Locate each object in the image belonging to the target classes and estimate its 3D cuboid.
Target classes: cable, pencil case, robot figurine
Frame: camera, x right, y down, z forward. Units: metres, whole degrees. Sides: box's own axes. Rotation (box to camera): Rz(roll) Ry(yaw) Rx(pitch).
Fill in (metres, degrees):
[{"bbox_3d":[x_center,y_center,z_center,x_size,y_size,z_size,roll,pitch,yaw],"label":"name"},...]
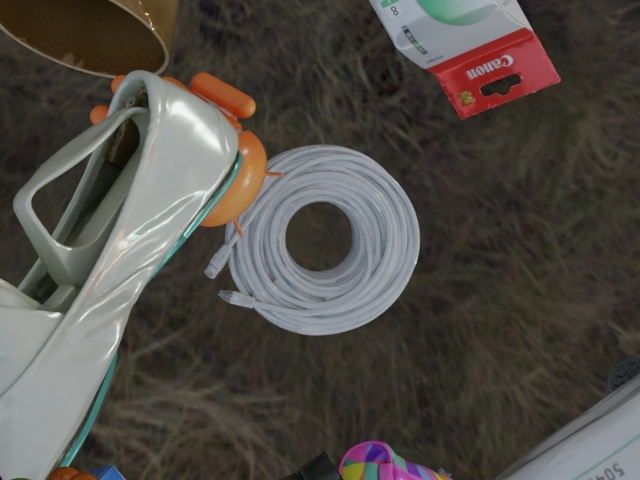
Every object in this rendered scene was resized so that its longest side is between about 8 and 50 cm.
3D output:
[{"bbox_3d":[0.000,0.000,1.741,0.257,0.089,0.257,26,90,-9],"label":"cable"},{"bbox_3d":[0.117,0.347,1.791,0.104,0.104,0.236,-48,142,8],"label":"pencil case"},{"bbox_3d":[-0.155,-0.099,1.470,0.219,0.158,0.128,34,143,6],"label":"robot figurine"}]

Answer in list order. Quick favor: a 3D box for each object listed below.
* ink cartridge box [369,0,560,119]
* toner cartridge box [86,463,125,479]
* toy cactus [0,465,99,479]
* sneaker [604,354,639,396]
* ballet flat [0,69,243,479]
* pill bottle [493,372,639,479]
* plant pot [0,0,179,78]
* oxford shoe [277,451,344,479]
[{"bbox_3d":[0.190,-0.272,1.733,0.181,0.056,0.224,-18,108,44],"label":"ink cartridge box"},{"bbox_3d":[-0.361,0.362,1.401,0.348,0.165,0.075,-26,105,32],"label":"toner cartridge box"},{"bbox_3d":[-0.095,0.208,0.719,0.112,0.180,0.219,-46,116,-35],"label":"toy cactus"},{"bbox_3d":[0.389,0.236,1.428,0.087,0.130,0.227,-30,75,7],"label":"sneaker"},{"bbox_3d":[-0.200,0.033,0.969,0.139,0.139,0.400,34,64,-10],"label":"ballet flat"},{"bbox_3d":[0.293,0.267,0.886,0.204,0.204,0.361,-36,80,5],"label":"pill bottle"},{"bbox_3d":[-0.258,-0.364,1.581,0.237,0.237,0.254,21,71,-8],"label":"plant pot"},{"bbox_3d":[0.019,0.261,0.845,0.096,0.083,0.227,-29,83,-6],"label":"oxford shoe"}]
